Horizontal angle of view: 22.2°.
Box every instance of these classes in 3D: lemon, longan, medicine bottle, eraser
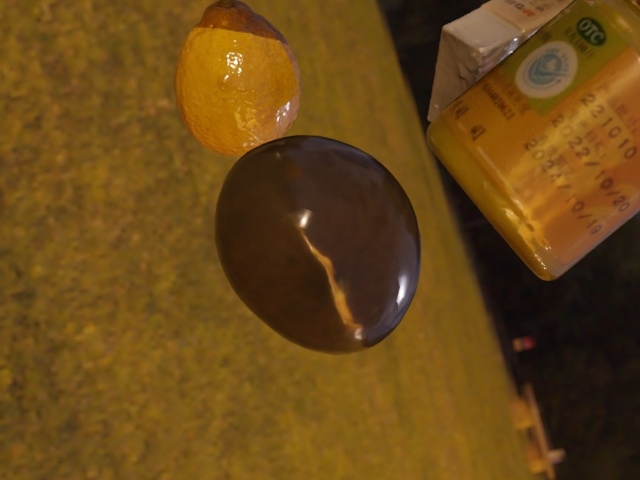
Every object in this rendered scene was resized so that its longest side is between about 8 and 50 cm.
[{"bbox_3d":[-0.091,-0.178,1.801,0.142,0.142,0.187,-84,168,-66],"label":"lemon"},{"bbox_3d":[0.000,0.000,1.488,0.212,0.198,0.198,46,16,-11],"label":"longan"},{"bbox_3d":[0.321,-0.154,1.740,0.224,0.384,0.224,50,8,-9],"label":"medicine bottle"},{"bbox_3d":[0.274,-0.240,1.921,0.078,0.343,0.144,39,-38,31],"label":"eraser"}]
